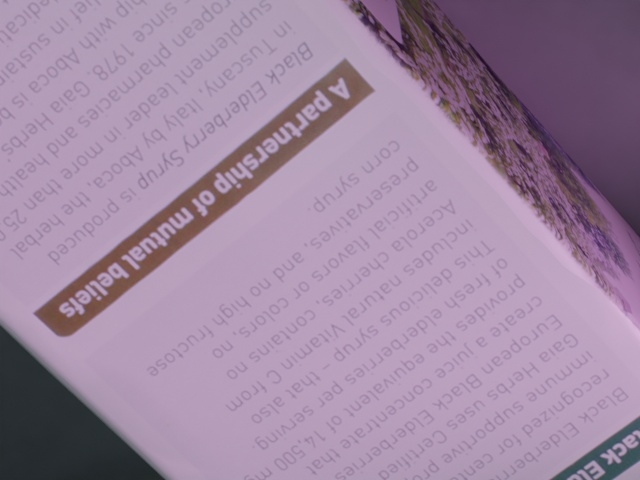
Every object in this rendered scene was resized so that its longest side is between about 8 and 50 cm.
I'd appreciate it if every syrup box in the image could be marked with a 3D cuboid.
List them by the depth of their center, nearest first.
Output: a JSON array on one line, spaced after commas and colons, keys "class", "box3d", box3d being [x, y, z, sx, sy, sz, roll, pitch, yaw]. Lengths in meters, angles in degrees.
[{"class": "syrup box", "box3d": [0.000, 0.000, 0.390, 0.096, 0.093, 0.237, -38, 110, 15]}]
